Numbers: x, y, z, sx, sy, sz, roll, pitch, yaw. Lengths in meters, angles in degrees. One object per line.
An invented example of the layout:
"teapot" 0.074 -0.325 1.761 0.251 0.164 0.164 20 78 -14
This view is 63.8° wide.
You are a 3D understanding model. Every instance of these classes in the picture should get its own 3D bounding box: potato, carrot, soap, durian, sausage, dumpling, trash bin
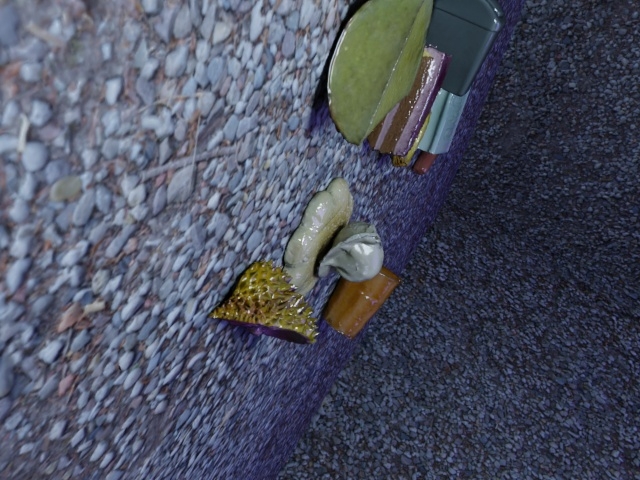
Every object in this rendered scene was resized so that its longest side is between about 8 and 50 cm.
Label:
"potato" 0.107 -0.310 0.945 0.269 0.112 0.255 -64 169 13
"carrot" 0.132 0.190 1.747 0.254 0.196 0.196 -58 165 6
"soap" 0.420 -0.429 1.755 0.150 0.094 0.261 -25 136 -57
"durian" -0.080 0.143 1.017 0.154 0.186 0.260 -54 177 -8
"sausage" 0.422 -0.328 2.042 0.154 0.062 0.062 -57 164 -21
"dumpling" 0.067 0.041 1.214 0.172 0.142 0.247 -25 164 -6
"trash bin" 0.340 -0.499 1.272 0.101 0.176 0.236 -47 161 -49

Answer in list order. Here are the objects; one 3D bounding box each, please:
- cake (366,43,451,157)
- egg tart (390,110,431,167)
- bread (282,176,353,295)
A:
"cake" 0.207 -0.342 1.217 0.295 0.116 0.113 -67 161 3
"egg tart" 0.237 -0.302 1.421 0.212 0.090 0.212 -58 166 -23
"bread" 0.000 0.000 1.219 0.316 0.054 0.316 -54 160 -29
